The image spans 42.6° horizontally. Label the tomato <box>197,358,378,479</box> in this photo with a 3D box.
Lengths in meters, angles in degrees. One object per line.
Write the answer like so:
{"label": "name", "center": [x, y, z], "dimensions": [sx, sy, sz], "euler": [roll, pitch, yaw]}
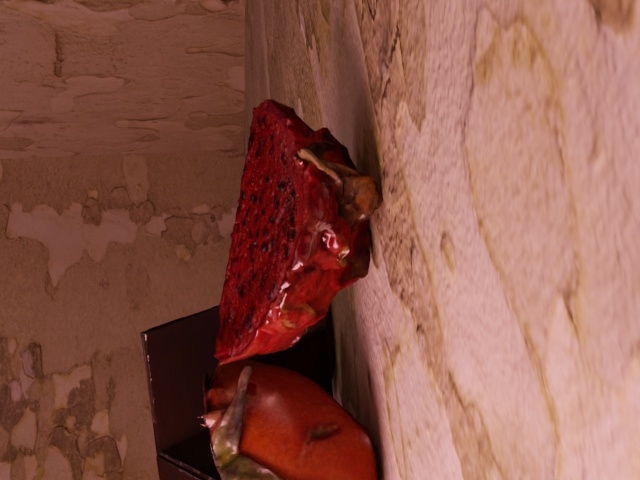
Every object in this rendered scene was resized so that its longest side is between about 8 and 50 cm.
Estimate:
{"label": "tomato", "center": [-0.016, 0.268, 0.982], "dimensions": [0.309, 0.170, 0.308], "euler": [-16, -90, -84]}

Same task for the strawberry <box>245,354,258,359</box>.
{"label": "strawberry", "center": [-0.138, 0.346, 1.861], "dimensions": [0.274, 0.220, 0.274], "euler": [50, -160, -25]}

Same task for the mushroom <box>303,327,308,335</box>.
{"label": "mushroom", "center": [-0.036, 0.117, 1.389], "dimensions": [0.109, 0.097, 0.351], "euler": [-124, 35, -71]}

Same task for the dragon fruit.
{"label": "dragon fruit", "center": [0.000, 0.000, 0.922], "dimensions": [0.205, 0.152, 0.316], "euler": [0, 79, 65]}

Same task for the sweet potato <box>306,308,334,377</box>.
{"label": "sweet potato", "center": [-0.004, 0.165, 1.305], "dimensions": [0.053, 0.054, 0.182], "euler": [0, 88, 41]}

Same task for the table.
{"label": "table", "center": [-0.126, 0.270, 1.273], "dimensions": [0.251, 0.196, 0.282], "euler": [10, 110, 45]}
